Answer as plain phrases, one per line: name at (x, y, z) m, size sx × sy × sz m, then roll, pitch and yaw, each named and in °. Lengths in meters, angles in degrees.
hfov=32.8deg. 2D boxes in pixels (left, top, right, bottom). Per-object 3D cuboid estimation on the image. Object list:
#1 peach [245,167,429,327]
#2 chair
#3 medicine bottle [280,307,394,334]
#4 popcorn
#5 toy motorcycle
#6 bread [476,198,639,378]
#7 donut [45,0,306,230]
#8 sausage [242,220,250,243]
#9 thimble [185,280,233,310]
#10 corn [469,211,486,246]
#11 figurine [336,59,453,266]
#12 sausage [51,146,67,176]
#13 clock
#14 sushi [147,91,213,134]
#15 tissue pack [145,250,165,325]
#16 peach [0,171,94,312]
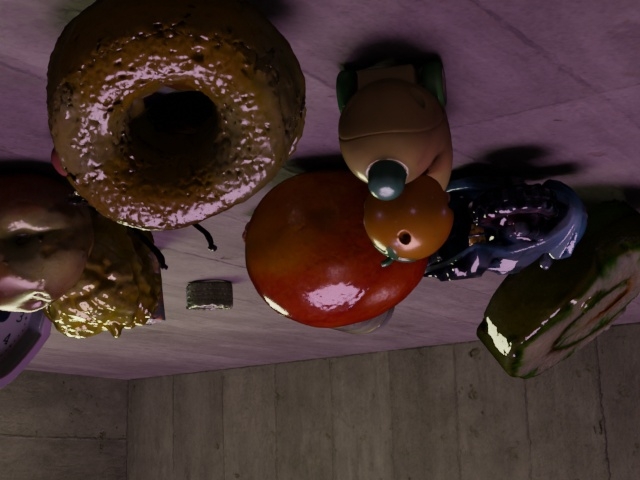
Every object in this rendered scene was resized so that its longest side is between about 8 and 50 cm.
peach at (0.028, 0.006, 1.662) m, size 0.281 × 0.238 × 0.280 m, roll 7°, pitch 126°, yaw 10°
chair at (-0.241, -0.072, 1.507) m, size 0.213 × 0.149 × 0.174 m, roll 24°, pitch -153°, yaw 26°
medicine bottle at (0.029, 0.109, 2.270) m, size 0.151 × 0.151 × 0.322 m, roll -9°, pitch 165°, yaw 28°
popcorn at (-0.387, 0.046, 1.873) m, size 0.206 × 0.251 × 0.237 m, roll 2°, pitch -156°, yaw 26°
toy motorcycle at (0.266, -0.009, 1.757) m, size 0.232 × 0.172 × 0.416 m, roll 3°, pitch 164°, yaw -29°
bread at (0.452, 0.094, 1.932) m, size 0.366 × 0.129 × 0.382 m, roll -44°, pitch 156°, yaw 13°
donut at (-0.148, -0.122, 1.080) m, size 0.272 × 0.107 × 0.272 m, roll 0°, pitch 125°, yaw 0°
sausage at (0.001, 0.000, 1.952) m, size 0.289 × 0.086 × 0.086 m, roll 7°, pitch 164°, yaw -28°
thimble at (-0.257, 0.129, 2.514) m, size 0.110 × 0.062 × 0.084 m, roll -1°, pitch 168°, yaw -1°
corn at (0.356, 0.002, 1.996) m, size 0.292 × 0.101 × 0.101 m, roll 12°, pitch 161°, yaw -34°
figurine at (0.103, -0.083, 1.308) m, size 0.124 × 0.222 × 0.324 m, roll -7°, pitch 166°, yaw 11°
sausage at (-0.308, -0.122, 1.433) m, size 0.062 × 0.062 × 0.154 m, roll 6°, pitch 165°, yaw -31°
clock at (-0.577, 0.094, 1.883) m, size 0.102 × 0.338 × 0.338 m, roll 23°, pitch 176°, yaw 22°
sushi at (-0.139, -0.141, 1.261) m, size 0.136 × 0.126 × 0.225 m, roll 0°, pitch 161°, yaw -3°
tissue pack at (-0.364, 0.088, 2.142) m, size 0.060 × 0.148 × 0.109 m, roll -21°, pitch 158°, yaw 38°
peach at (-0.450, 0.006, 1.659) m, size 0.214 × 0.214 × 0.235 m, roll 0°, pitch 173°, yaw -8°
